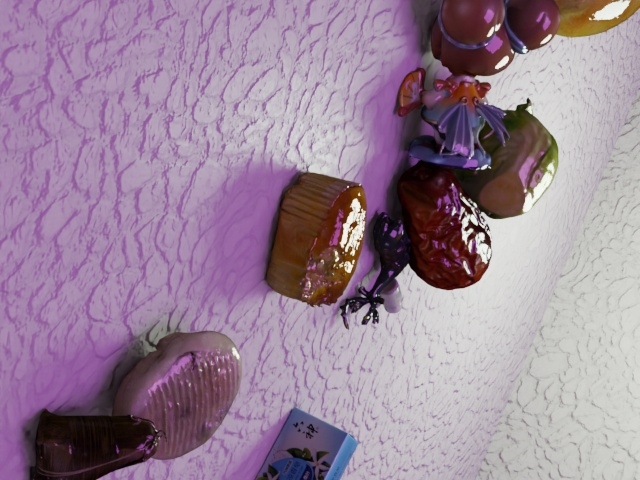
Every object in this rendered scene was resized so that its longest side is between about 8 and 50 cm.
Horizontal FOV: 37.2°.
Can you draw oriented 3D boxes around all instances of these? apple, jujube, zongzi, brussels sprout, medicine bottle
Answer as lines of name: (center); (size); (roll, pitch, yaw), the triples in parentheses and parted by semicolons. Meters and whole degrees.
apple: (0.603, -0.636, 2.230); (0.338, 0.338, 0.305); (-55, 168, -24)
jujube: (0.276, -0.033, 2.171); (0.216, 0.216, 0.342); (-53, 141, -28)
zongzi: (-0.333, 0.342, 1.415); (0.187, 0.084, 0.184); (5, 114, -19)
brussels sprout: (0.426, -0.192, 2.248); (0.227, 0.259, 0.294); (39, 33, -27)
medicine bottle: (0.164, 0.129, 2.224); (0.052, 0.052, 0.089); (-54, 148, -26)

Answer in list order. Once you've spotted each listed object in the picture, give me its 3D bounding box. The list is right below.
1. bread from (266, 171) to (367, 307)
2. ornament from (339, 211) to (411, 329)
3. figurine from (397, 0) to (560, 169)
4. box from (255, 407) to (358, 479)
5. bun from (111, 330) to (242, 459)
bread: (0.000, 0.000, 1.781); (0.179, 0.133, 0.250); (4, 105, -64)
ornament: (0.118, 0.081, 2.087); (0.236, 0.080, 0.202); (-56, 152, -23)
figurine: (0.316, -0.348, 2.009); (0.276, 0.248, 0.388); (-2, 109, -34)
box: (-0.040, 0.490, 2.013); (0.232, 0.142, 0.083); (-61, 150, -14)
bun: (-0.238, 0.244, 1.540); (0.237, 0.116, 0.210); (-30, 131, -27)
